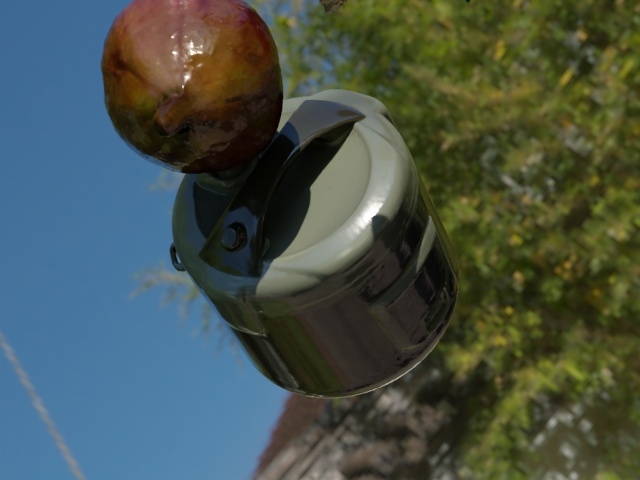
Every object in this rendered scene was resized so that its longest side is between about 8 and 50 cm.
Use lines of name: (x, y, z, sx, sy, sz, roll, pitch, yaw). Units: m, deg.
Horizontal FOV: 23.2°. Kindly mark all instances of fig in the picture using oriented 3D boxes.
fig: (-0.147, -0.180, 1.821, 0.224, 0.263, 0.224, -15, -57, -24)

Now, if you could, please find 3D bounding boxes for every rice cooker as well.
rice cooker: (0.000, 0.000, 1.960, 0.335, 0.335, 0.325, -47, -41, -15)

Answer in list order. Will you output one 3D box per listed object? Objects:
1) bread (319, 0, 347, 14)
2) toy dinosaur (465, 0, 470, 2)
bread: (0.048, -0.318, 1.586, 0.054, 0.136, 0.154, -57, -45, -76)
toy dinosaur: (0.198, -0.402, 1.975, 0.177, 0.194, 0.152, -37, -12, -16)
